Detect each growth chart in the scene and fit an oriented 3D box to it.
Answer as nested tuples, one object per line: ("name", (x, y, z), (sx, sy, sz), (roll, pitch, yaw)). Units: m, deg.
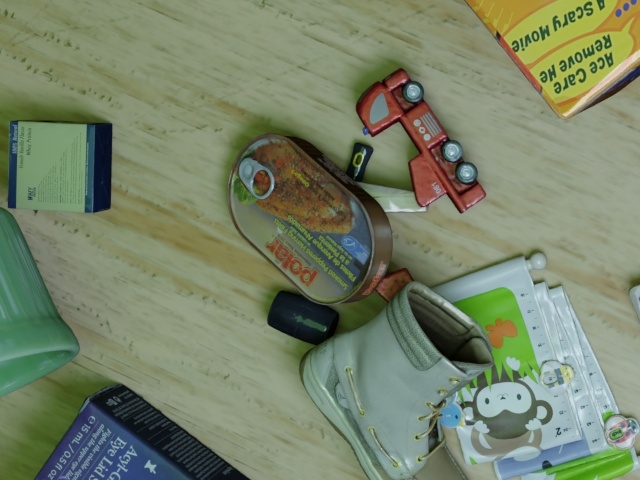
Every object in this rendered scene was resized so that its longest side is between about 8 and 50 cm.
("growth chart", (0.180, 0.131, 1.676), (0.172, 0.021, 0.237), (-29, 88, 13))

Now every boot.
("boot", (0.099, 0.149, 1.626), (0.213, 0.077, 0.165), (50, 131, -3))

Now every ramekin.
("ramekin", (-0.380, 0.081, 1.648), (0.303, 0.303, 0.148), (-23, 82, 12))

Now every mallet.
("mallet", (0.000, 0.000, 1.697), (0.062, 0.039, 0.189), (13, 92, 12))

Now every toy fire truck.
("toy fire truck", (0.072, -0.042, 1.657), (0.135, 0.047, 0.192), (-33, 88, 0))

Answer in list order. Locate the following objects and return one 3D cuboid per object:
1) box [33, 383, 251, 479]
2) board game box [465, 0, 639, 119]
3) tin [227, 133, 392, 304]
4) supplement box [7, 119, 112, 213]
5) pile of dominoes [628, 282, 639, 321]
("box", (-0.159, 0.256, 1.708), (0.207, 0.108, 0.153), (35, 99, 7))
("board game box", (0.239, -0.351, 1.441), (0.356, 0.356, 0.356), (-39, 86, 16))
("tin", (-0.011, -0.019, 1.653), (0.190, 0.040, 0.106), (43, 112, 33))
("supplement box", (-0.242, -0.070, 1.725), (0.083, 0.056, 0.083), (3, 95, 11))
("pile of dominoes", (0.402, 0.126, 1.606), (0.196, 0.040, 0.251), (-22, 96, 15))
